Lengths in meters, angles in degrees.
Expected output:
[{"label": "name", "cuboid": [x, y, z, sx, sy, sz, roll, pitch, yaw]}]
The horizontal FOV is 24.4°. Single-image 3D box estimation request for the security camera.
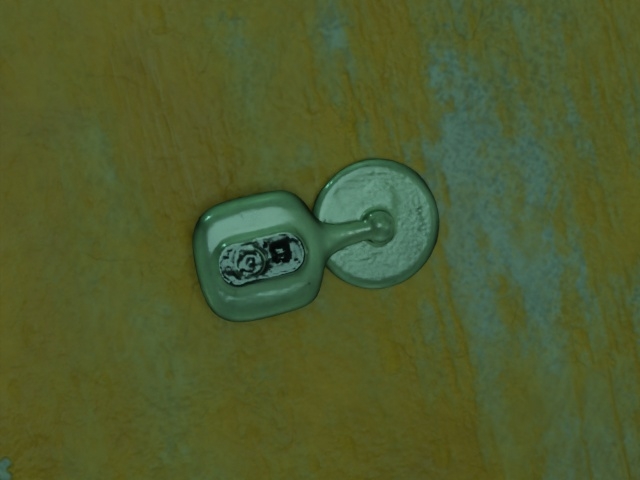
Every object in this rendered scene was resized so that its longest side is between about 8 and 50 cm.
[{"label": "security camera", "cuboid": [0.000, 0.000, 1.748, 0.302, 0.080, 0.157, -14, 98, -9]}]
